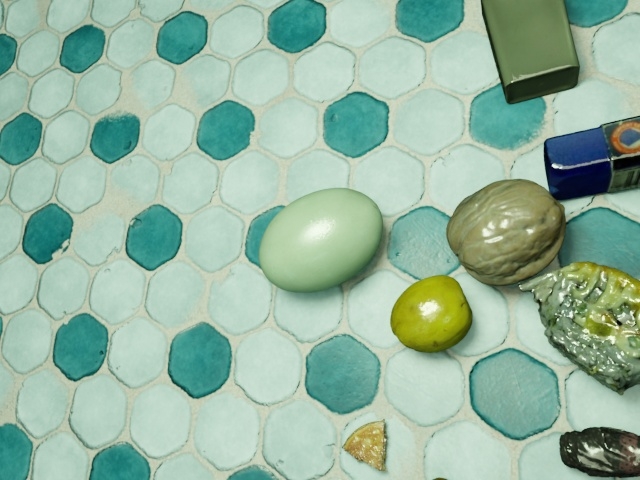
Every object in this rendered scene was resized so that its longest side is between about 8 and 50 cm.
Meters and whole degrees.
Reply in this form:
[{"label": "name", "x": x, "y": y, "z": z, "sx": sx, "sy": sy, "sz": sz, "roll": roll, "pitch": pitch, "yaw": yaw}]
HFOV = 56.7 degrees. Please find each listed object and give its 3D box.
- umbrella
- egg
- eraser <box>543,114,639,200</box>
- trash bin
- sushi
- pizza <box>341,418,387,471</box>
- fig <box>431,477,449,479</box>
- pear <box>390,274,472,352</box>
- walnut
[{"label": "umbrella", "x": 0.570, "y": 0.357, "z": 0.988, "sx": 0.326, "sy": 0.090, "sz": 0.094, "roll": -9, "pitch": 96, "yaw": 31}, {"label": "egg", "x": 0.000, "y": 0.000, "z": 1.256, "sx": 0.282, "sy": 0.203, "sz": 0.203, "roll": -32, "pitch": 66, "yaw": 10}, {"label": "eraser", "x": 0.601, "y": -0.164, "z": 1.121, "sx": 0.332, "sy": 0.155, "sz": 0.102, "roll": -10, "pitch": 69, "yaw": 18}, {"label": "trash bin", "x": 0.447, "y": -0.436, "z": 1.275, "sx": 0.164, "sy": 0.122, "sz": 0.241, "roll": -11, "pitch": 73, "yaw": 17}, {"label": "sushi", "x": 0.501, "y": 0.148, "z": 1.062, "sx": 0.184, "sy": 0.139, "sz": 0.274, "roll": -50, "pitch": 52, "yaw": -4}, {"label": "pizza", "x": 0.091, "y": 0.414, "z": 1.202, "sx": 0.099, "sy": 0.029, "sz": 0.100, "roll": -8, "pitch": 69, "yaw": 26}, {"label": "fig", "x": 0.220, "y": 0.487, "z": 1.109, "sx": 0.088, "sy": 0.074, "sz": 0.074, "roll": -45, "pitch": 62, "yaw": 32}, {"label": "pear", "x": 0.219, "y": 0.147, "z": 1.166, "sx": 0.162, "sy": 0.149, "sz": 0.149, "roll": -35, "pitch": 66, "yaw": 15}, {"label": "walnut", "x": 0.356, "y": -0.020, "z": 1.133, "sx": 0.224, "sy": 0.224, "sz": 0.224, "roll": -6, "pitch": 73, "yaw": 18}]
